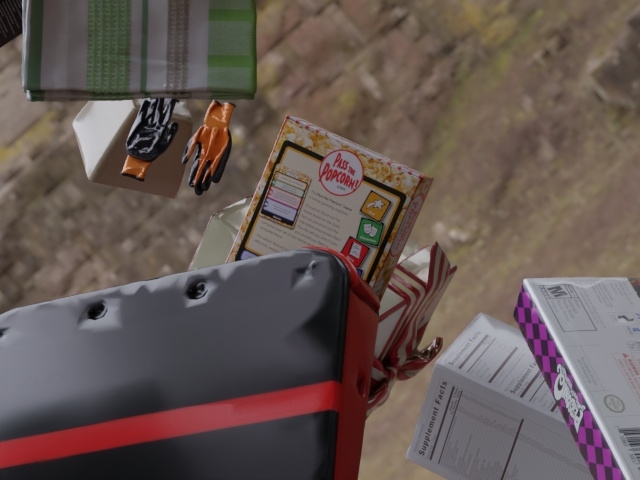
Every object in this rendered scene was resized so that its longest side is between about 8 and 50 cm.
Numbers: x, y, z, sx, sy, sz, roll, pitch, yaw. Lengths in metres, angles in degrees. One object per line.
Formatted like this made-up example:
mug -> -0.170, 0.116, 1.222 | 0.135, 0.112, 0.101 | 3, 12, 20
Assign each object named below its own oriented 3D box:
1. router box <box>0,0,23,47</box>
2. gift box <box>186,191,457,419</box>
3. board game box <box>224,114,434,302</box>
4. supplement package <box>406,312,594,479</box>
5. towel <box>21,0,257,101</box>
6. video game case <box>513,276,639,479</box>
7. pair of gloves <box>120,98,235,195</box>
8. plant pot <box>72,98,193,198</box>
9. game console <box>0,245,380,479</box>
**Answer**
router box -> -0.459, -0.374, 2.030 | 0.243, 0.309, 0.081 | -36, -29, -12
gift box -> -0.006, 0.082, 1.849 | 0.255, 0.258, 0.276 | -34, -25, -51
board game box -> 0.000, 0.000, 1.510 | 0.193, 0.147, 0.045 | -66, -16, 8
supplement package -> 0.238, 0.204, 1.724 | 0.134, 0.244, 0.139 | -40, -30, -54
towel -> -0.116, -0.145, 1.033 | 0.152, 0.113, 0.023 | 0, 5, -3
video game case -> 0.266, 0.109, 1.111 | 0.232, 0.210, 0.041 | -111, 27, -51
pair of gloves -> -0.106, -0.074, 1.218 | 0.010, 0.083, 0.074 | 44, -120, -69
plant pot -> -0.200, -0.125, 1.796 | 0.096, 0.109, 0.109 | -58, 36, 31
game console -> -0.147, 0.161, 1.278 | 0.387, 0.060, 0.342 | -12, 42, 19
